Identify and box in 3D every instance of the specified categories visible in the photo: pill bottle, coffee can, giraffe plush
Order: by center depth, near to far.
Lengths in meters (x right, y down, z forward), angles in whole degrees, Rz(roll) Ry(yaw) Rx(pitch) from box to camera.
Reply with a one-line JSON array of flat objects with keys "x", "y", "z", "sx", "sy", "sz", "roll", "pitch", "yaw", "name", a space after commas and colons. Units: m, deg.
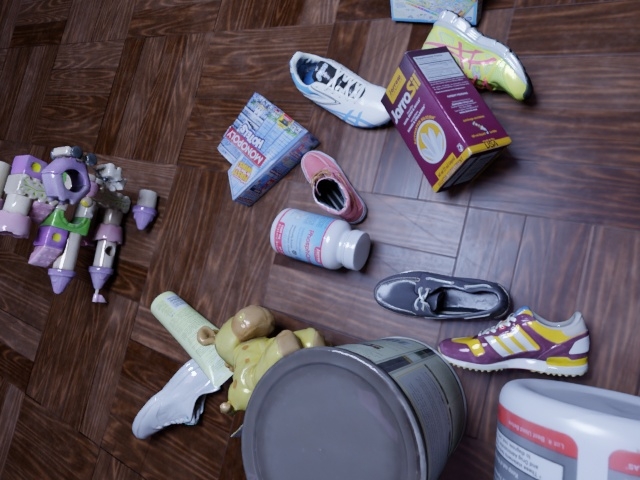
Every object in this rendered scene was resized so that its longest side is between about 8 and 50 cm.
[{"x": 0.285, "y": 0.350, "z": 0.419, "sx": 0.210, "sy": 0.210, "sz": 0.363, "roll": 4, "pitch": 83, "yaw": 28, "name": "pill bottle"}, {"x": 0.065, "y": 0.230, "z": 0.516, "sx": 0.201, "sy": 0.275, "sz": 0.202, "roll": -5, "pitch": 78, "yaw": 27, "name": "coffee can"}, {"x": -0.105, "y": 0.187, "z": 0.681, "sx": 0.210, "sy": 0.181, "sz": 0.170, "roll": -39, "pitch": 52, "yaw": -3, "name": "giraffe plush"}, {"x": 0.000, "y": 0.000, "z": 0.699, "sx": 0.160, "sy": 0.087, "sz": 0.087, "roll": 15, "pitch": 88, "yaw": 29, "name": "pill bottle"}]

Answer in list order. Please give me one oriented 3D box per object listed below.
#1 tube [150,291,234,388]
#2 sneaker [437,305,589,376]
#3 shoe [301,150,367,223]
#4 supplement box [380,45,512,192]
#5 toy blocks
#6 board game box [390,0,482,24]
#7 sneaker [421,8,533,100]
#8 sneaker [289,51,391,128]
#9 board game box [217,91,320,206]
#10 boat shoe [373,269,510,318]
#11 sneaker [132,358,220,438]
[{"x": -0.245, "y": 0.189, "z": 0.804, "sx": 0.240, "sy": 0.062, "sz": 0.070, "roll": 30, "pitch": 93, "yaw": 29, "name": "tube"}, {"x": 0.254, "y": 0.129, "z": 0.550, "sx": 0.185, "sy": 0.069, "sz": 0.084, "roll": -3, "pitch": 95, "yaw": 18, "name": "sneaker"}, {"x": 0.010, "y": -0.105, "z": 0.717, "sx": 0.063, "sy": 0.081, "sz": 0.178, "roll": -43, "pitch": 65, "yaw": 14, "name": "shoe"}, {"x": 0.181, "y": -0.182, "z": 0.613, "sx": 0.080, "sy": 0.104, "sz": 0.188, "roll": -18, "pitch": 70, "yaw": -22, "name": "supplement box"}, {"x": -0.540, "y": -0.013, "z": 0.869, "sx": 0.308, "sy": 0.288, "sz": 0.260, "roll": -1, "pitch": 74, "yaw": 25, "name": "toy blocks"}, {"x": 0.189, "y": -0.419, "z": 0.671, "sx": 0.154, "sy": 0.103, "sz": 0.026, "roll": 21, "pitch": 60, "yaw": 28, "name": "board game box"}, {"x": 0.238, "y": -0.270, "z": 0.640, "sx": 0.094, "sy": 0.081, "sz": 0.208, "roll": -49, "pitch": 57, "yaw": 20, "name": "sneaker"}, {"x": 0.035, "y": -0.274, "z": 0.734, "sx": 0.237, "sy": 0.086, "sz": 0.085, "roll": 34, "pitch": 95, "yaw": 27, "name": "sneaker"}, {"x": -0.132, "y": -0.178, "z": 0.816, "sx": 0.194, "sy": 0.060, "sz": 0.194, "roll": 43, "pitch": 100, "yaw": 27, "name": "board game box"}, {"x": 0.171, "y": 0.081, "z": 0.609, "sx": 0.206, "sy": 0.065, "sz": 0.075, "roll": 1, "pitch": 81, "yaw": 28, "name": "boat shoe"}, {"x": -0.281, "y": 0.332, "z": 0.795, "sx": 0.094, "sy": 0.080, "sz": 0.212, "roll": 44, "pitch": 100, "yaw": 15, "name": "sneaker"}]
